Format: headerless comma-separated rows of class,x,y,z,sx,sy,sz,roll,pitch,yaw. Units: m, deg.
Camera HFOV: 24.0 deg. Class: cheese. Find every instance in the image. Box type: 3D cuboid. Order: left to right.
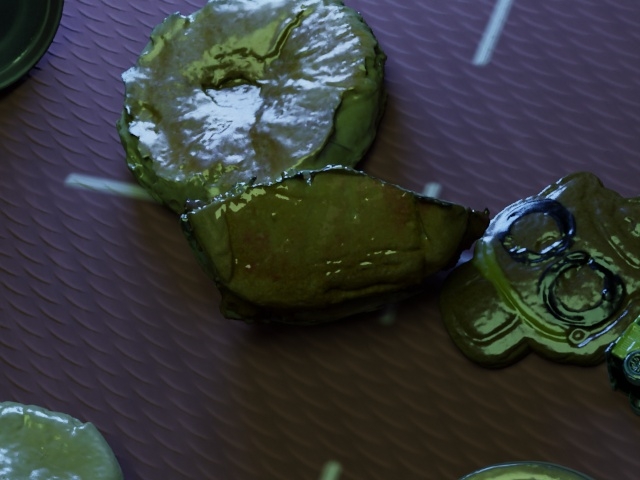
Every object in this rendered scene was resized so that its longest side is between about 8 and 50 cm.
cheese,-0.298,0.261,1.499,0.214,0.117,0.226,7,49,-16

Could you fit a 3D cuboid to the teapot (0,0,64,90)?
teapot,-0.522,-0.310,1.915,0.312,0.233,0.315,36,101,38

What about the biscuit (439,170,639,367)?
biscuit,0.261,0.030,1.568,0.290,0.041,0.208,-30,56,-4

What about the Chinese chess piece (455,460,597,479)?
Chinese chess piece,0.187,0.321,1.366,0.251,0.097,0.251,-7,57,11

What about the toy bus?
toy bus,0.368,0.139,1.439,0.175,0.088,0.101,33,70,31

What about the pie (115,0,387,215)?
pie,-0.081,-0.165,1.760,0.339,0.083,0.339,-5,59,9

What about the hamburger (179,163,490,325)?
hamburger,0.000,0.000,1.578,0.282,0.155,0.245,32,96,0
